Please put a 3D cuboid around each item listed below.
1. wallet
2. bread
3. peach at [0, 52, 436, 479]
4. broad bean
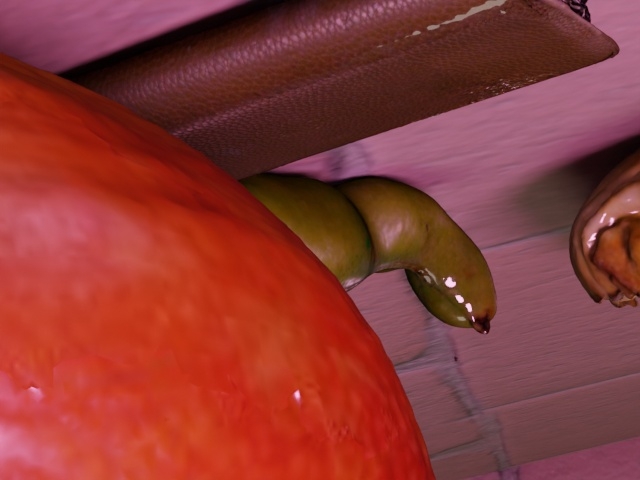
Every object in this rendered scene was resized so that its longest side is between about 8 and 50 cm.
[{"bbox_3d":[-0.009,-0.051,0.636,0.198,0.031,0.110,-18,168,23],"label":"wallet"},{"bbox_3d":[0.189,-0.007,0.937,0.128,0.088,0.232,-7,176,14],"label":"bread"},{"bbox_3d":[-0.151,0.094,0.519,0.372,0.290,0.373,-9,164,-3],"label":"peach"},{"bbox_3d":[0.000,0.000,0.814,0.213,0.070,0.048,13,135,-45],"label":"broad bean"}]
